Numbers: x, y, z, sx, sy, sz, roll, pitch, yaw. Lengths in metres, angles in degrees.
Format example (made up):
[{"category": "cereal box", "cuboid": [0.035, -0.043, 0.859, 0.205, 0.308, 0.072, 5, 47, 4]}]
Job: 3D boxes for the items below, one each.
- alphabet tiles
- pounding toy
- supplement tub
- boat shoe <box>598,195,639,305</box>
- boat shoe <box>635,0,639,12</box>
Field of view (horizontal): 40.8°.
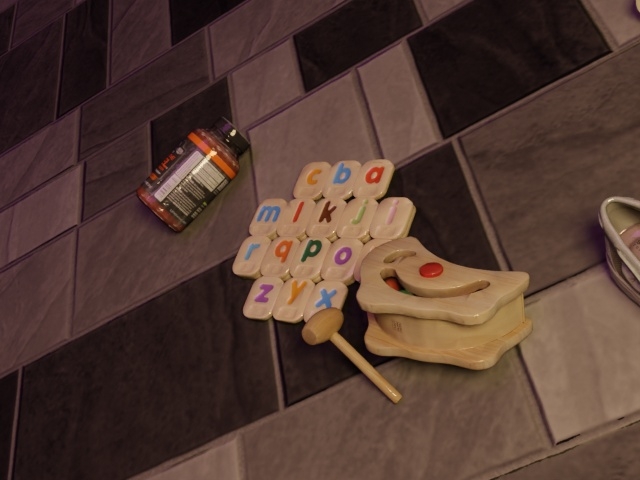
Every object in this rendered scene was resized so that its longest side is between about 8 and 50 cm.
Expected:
[{"category": "alphabet tiles", "cuboid": [0.000, 0.000, 1.269, 0.284, 0.021, 0.278, 1, 59, 37]}, {"category": "pounding toy", "cuboid": [0.126, 0.099, 1.067, 0.269, 0.155, 0.154, 5, 32, 28]}, {"category": "supplement tub", "cuboid": [-0.210, -0.116, 1.453, 0.198, 0.106, 0.106, -47, 43, -4]}, {"category": "boat shoe", "cuboid": [0.405, 0.060, 0.864, 0.118, 0.103, 0.320, -42, 43, 2]}, {"category": "boat shoe", "cuboid": [0.525, -0.379, 1.152, 0.233, 0.084, 0.079, -40, 5, 14]}]
